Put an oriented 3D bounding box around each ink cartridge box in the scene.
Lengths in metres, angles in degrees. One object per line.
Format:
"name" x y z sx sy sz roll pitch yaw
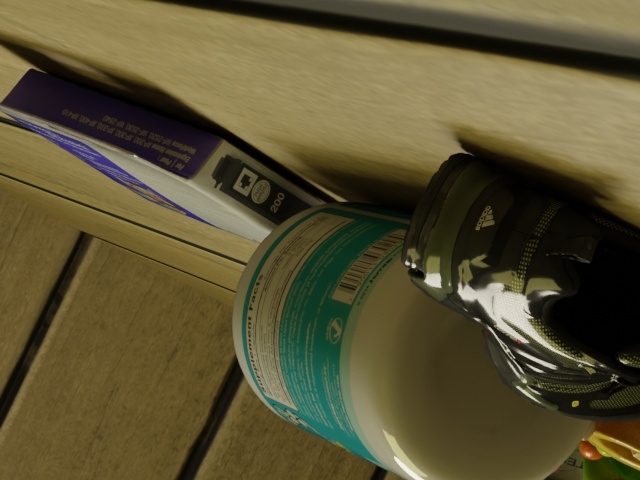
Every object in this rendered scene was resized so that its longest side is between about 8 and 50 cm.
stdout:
"ink cartridge box" -0.111 -0.057 1.207 0.206 0.045 0.208 21 174 41

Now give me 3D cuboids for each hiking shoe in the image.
"hiking shoe" 0.132 0.043 0.844 0.114 0.086 0.227 25 175 42

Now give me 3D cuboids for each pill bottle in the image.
"pill bottle" 0.040 0.054 1.059 0.146 0.146 0.264 28 175 -24

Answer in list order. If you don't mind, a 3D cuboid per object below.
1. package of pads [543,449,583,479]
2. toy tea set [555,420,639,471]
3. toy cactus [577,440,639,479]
"package of pads" 0.161 0.144 1.612 0.296 0.101 0.229 20 173 27
"toy tea set" 0.191 0.127 1.081 0.200 0.124 0.336 30 169 -15
"toy cactus" 0.186 0.114 1.359 0.180 0.112 0.219 45 176 -4
